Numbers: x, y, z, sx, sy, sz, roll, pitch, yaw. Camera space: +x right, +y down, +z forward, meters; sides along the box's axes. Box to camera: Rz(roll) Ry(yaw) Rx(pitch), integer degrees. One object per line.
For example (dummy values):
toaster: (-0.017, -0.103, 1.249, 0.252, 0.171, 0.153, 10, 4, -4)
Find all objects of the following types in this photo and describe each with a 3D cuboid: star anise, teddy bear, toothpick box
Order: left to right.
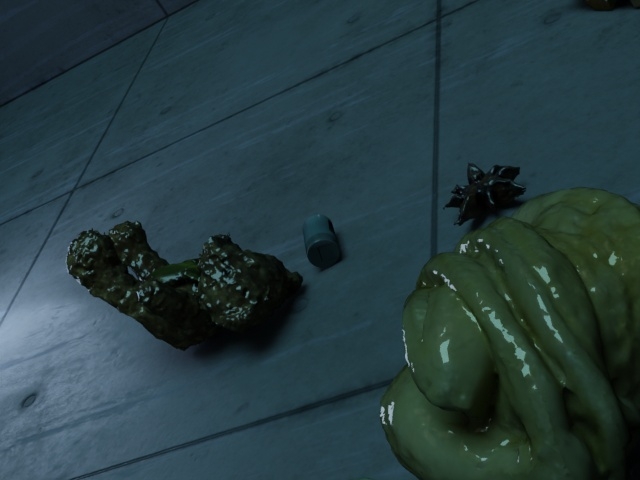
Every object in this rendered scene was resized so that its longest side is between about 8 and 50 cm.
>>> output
teddy bear: (-0.210, 0.044, 1.414, 0.222, 0.296, 0.246, -47, -7, 25)
toothpick box: (0.000, 0.000, 1.455, 0.052, 0.052, 0.083, -29, 29, 10)
star anise: (0.229, -0.078, 1.332, 0.124, 0.056, 0.129, -28, 31, 13)

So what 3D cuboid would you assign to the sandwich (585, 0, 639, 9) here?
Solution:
sandwich: (0.512, -0.446, 1.552, 0.090, 0.088, 0.244, -39, 25, -24)

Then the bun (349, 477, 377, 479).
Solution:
bun: (0.030, 0.323, 0.900, 0.195, 0.118, 0.195, -22, 34, 16)

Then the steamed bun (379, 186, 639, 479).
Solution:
steamed bun: (0.183, 0.110, 0.841, 0.230, 0.325, 0.372, 17, 52, 12)
